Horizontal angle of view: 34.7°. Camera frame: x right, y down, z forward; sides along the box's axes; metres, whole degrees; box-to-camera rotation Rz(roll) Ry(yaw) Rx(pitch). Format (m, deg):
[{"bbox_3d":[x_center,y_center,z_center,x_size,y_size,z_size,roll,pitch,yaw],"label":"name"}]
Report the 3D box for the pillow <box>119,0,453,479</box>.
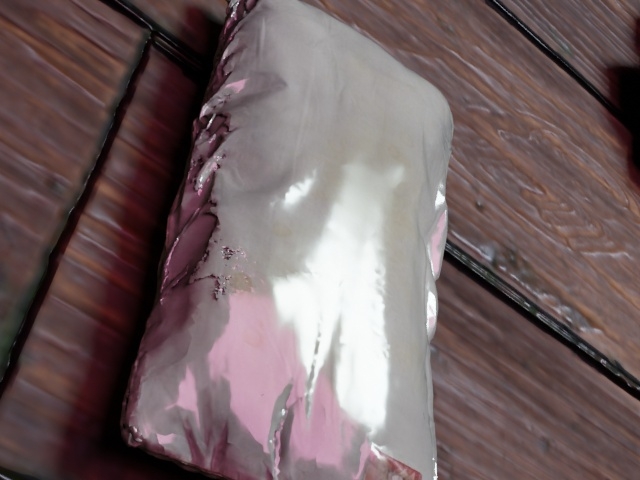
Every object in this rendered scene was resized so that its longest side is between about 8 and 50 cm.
[{"bbox_3d":[0.000,0.000,0.409,0.128,0.051,0.229,24,51,-23],"label":"pillow"}]
